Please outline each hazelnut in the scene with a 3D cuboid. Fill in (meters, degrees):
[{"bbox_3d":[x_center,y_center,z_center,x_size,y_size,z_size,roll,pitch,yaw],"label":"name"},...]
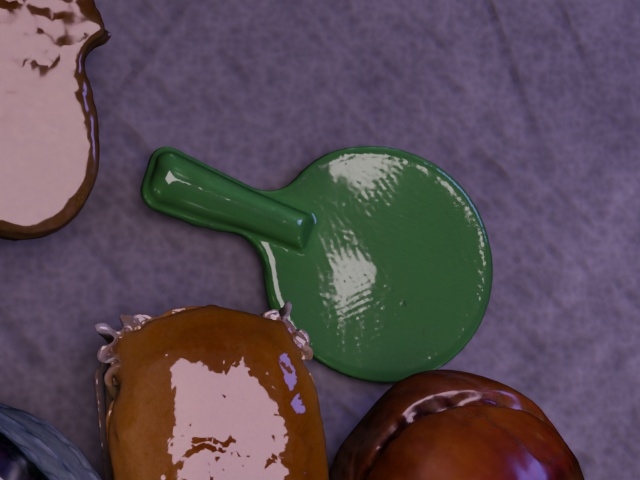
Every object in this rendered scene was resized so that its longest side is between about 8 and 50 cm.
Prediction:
[{"bbox_3d":[0.092,0.175,1.022,0.182,0.182,0.182,2,82,-15],"label":"hazelnut"}]

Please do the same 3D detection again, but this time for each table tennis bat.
[{"bbox_3d":[0.000,0.000,1.081,0.257,0.039,0.160,21,78,-17],"label":"table tennis bat"}]

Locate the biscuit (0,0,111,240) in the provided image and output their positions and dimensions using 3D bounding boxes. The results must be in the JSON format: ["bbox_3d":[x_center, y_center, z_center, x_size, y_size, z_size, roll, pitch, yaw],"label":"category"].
[{"bbox_3d":[-0.338,-0.128,0.989,0.394,0.076,0.368,-25,90,-14],"label":"biscuit"}]

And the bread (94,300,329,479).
[{"bbox_3d":[-0.064,0.162,1.005,0.136,0.107,0.241,-6,84,-13],"label":"bread"}]

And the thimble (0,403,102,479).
[{"bbox_3d":[-0.225,0.191,0.905,0.237,0.150,0.237,-2,80,10],"label":"thimble"}]
